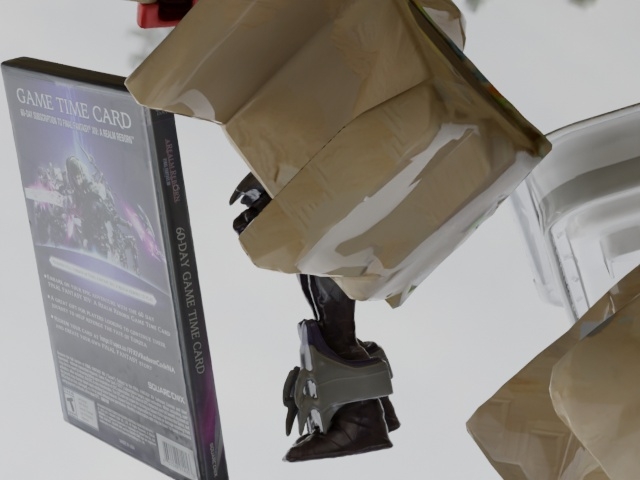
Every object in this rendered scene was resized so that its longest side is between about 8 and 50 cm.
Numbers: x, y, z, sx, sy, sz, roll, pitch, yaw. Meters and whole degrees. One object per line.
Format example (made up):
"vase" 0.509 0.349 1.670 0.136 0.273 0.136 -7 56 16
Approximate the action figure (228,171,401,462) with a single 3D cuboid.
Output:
"action figure" 0.000 0.000 1.184 0.099 0.285 0.185 -6 179 -11

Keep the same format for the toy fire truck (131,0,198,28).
"toy fire truck" -0.180 -0.197 1.188 0.192 0.047 0.135 0 -143 -11

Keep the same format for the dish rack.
"dish rack" 0.265 -0.010 1.059 0.333 0.285 0.072 55 -159 -67

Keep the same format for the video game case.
"video game case" -0.141 0.019 1.193 0.026 0.274 0.196 -18 -159 -33

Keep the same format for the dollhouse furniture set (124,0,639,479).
"dollhouse furniture set" 0.109 0.086 0.546 0.362 0.394 0.256 52 -161 20
